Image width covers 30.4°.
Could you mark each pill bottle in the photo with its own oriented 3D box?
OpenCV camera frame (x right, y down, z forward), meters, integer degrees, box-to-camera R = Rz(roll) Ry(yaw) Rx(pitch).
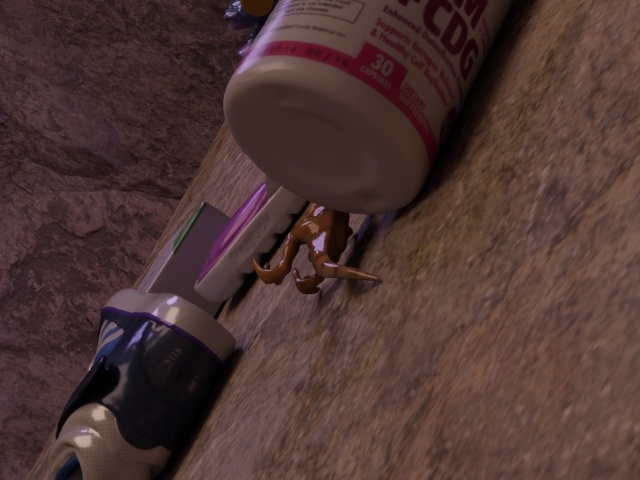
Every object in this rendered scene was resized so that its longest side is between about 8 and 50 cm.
[{"bbox_3d":[0.056,-0.174,0.902,0.283,0.160,0.160,-63,11,-27],"label":"pill bottle"}]

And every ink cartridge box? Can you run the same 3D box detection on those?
[{"bbox_3d":[-0.178,0.059,1.522,0.154,0.093,0.212,-61,12,-23],"label":"ink cartridge box"}]

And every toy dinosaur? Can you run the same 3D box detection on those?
[{"bbox_3d":[0.000,0.000,0.918,0.112,0.064,0.211,-51,12,27],"label":"toy dinosaur"}]

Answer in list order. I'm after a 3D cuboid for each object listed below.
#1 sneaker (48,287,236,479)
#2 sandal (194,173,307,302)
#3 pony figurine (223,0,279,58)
[{"bbox_3d":[-0.218,0.178,1.224,0.236,0.130,0.323,-56,14,-17],"label":"sneaker"},{"bbox_3d":[-0.037,-0.116,1.342,0.416,0.102,0.169,-57,10,0],"label":"sandal"},{"bbox_3d":[0.001,-0.376,1.490,0.351,0.303,0.363,-38,25,46],"label":"pony figurine"}]
